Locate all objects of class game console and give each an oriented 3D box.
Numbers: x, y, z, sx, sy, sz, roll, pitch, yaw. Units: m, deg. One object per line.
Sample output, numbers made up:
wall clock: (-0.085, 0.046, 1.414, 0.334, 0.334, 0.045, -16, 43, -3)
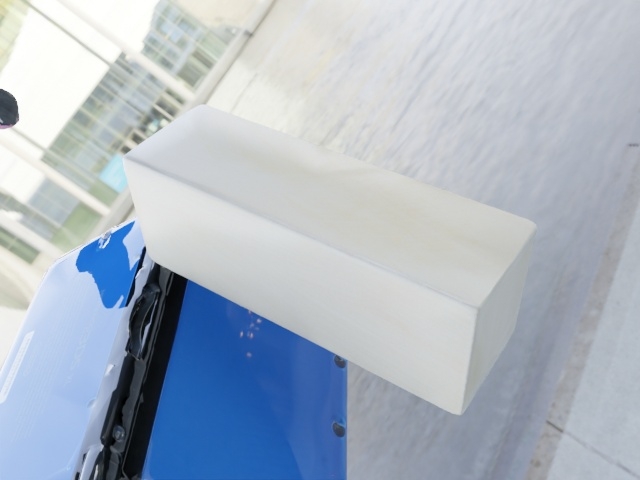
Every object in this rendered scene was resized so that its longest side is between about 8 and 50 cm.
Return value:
game console: (-0.126, 0.122, 0.587, 0.250, 0.173, 0.293, -24, 37, 23)

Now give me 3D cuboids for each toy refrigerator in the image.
toy refrigerator: (0.000, 0.000, 0.488, 0.094, 0.270, 0.102, -45, -34, -36)

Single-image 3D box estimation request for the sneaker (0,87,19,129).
sneaker: (-0.443, -0.145, 0.807, 0.077, 0.178, 0.071, -26, 69, 30)
